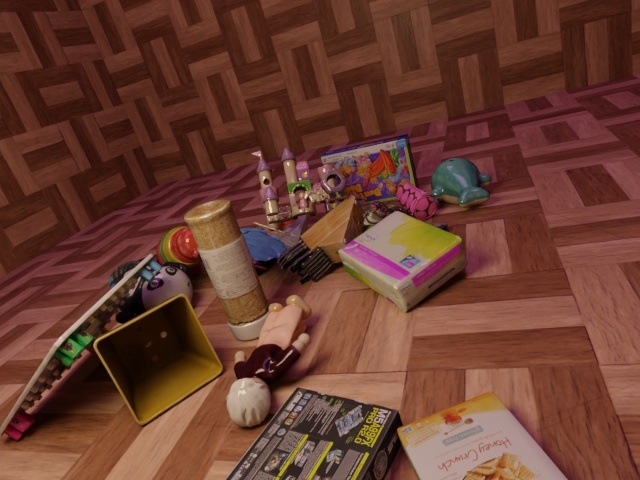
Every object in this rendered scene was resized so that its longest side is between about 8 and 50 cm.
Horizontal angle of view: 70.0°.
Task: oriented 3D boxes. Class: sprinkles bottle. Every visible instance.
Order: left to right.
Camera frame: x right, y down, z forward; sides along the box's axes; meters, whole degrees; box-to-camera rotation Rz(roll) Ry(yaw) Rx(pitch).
[{"bbox_3d":[-0.223,0.078,1.157,0.121,0.356,0.121,-15,22,6],"label":"sprinkles bottle"}]

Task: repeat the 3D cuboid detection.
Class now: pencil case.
[{"bbox_3d":[0.336,-0.146,1.618,0.095,0.098,0.209,-20,21,-5],"label":"pencil case"}]

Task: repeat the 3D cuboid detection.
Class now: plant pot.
[{"bbox_3d":[-0.394,0.261,1.082,0.212,0.212,0.187,-30,13,-29],"label":"plant pot"}]

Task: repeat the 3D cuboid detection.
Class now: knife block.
[{"bbox_3d":[0.000,0.000,1.416,0.242,0.088,0.276,-9,45,31],"label":"knife block"}]

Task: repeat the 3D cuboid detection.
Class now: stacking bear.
[{"bbox_3d":[-0.453,0.021,1.560,0.164,0.176,0.289,3,-10,-29],"label":"stacking bear"}]

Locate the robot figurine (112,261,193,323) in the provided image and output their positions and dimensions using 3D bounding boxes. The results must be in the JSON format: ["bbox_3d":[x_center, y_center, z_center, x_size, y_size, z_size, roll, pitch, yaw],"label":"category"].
[{"bbox_3d":[-0.530,0.160,1.434,0.278,0.209,0.173,-1,-11,36],"label":"robot figurine"}]

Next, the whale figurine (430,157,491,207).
[{"bbox_3d":[0.484,-0.202,1.582,0.216,0.141,0.272,-15,22,4],"label":"whale figurine"}]

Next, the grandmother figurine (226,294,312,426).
[{"bbox_3d":[-0.108,0.257,1.008,0.207,0.104,0.342,-34,15,29],"label":"grandmother figurine"}]

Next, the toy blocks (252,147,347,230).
[{"bbox_3d":[-0.076,-0.207,1.552,0.288,0.260,0.309,-10,-11,-4],"label":"toy blocks"}]

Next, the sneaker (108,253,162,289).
[{"bbox_3d":[-0.631,0.114,1.751,0.340,0.125,0.139,-24,-5,-8],"label":"sneaker"}]

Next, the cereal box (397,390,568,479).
[{"bbox_3d":[0.229,0.328,0.633,0.172,0.047,0.240,-20,22,-5],"label":"cereal box"}]

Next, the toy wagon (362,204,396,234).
[{"bbox_3d":[0.168,-0.056,1.571,0.267,0.068,0.344,2,29,40],"label":"toy wagon"}]

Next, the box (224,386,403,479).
[{"bbox_3d":[-0.018,0.364,0.722,0.216,0.060,0.270,0,28,35],"label":"box"}]

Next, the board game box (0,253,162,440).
[{"bbox_3d":[-0.584,0.255,1.146,0.390,0.050,0.390,-47,10,25],"label":"board game box"}]

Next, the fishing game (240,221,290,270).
[{"bbox_3d":[-0.206,0.018,1.450,0.189,0.041,0.264,15,29,2],"label":"fishing game"}]

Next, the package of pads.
[{"bbox_3d":[0.214,0.039,1.214,0.229,0.101,0.296,-34,30,-15],"label":"package of pads"}]

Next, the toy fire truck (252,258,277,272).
[{"bbox_3d":[-0.311,0.061,1.584,0.246,0.159,0.217,-20,10,47],"label":"toy fire truck"}]

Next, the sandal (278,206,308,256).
[{"bbox_3d":[-0.105,-0.023,1.700,0.101,0.076,0.265,0,47,13],"label":"sandal"}]

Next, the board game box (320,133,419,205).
[{"bbox_3d":[0.201,-0.270,1.835,0.346,0.234,0.078,-9,23,22],"label":"board game box"}]

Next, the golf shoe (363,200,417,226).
[{"bbox_3d":[0.216,-0.062,1.402,0.186,0.086,0.068,13,35,-25],"label":"golf shoe"}]

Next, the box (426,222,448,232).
[{"bbox_3d":[0.279,0.010,1.376,0.136,0.037,0.225,1,30,39],"label":"box"}]
